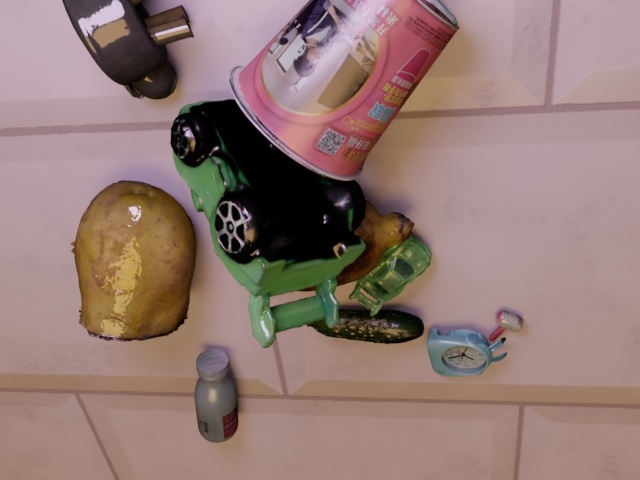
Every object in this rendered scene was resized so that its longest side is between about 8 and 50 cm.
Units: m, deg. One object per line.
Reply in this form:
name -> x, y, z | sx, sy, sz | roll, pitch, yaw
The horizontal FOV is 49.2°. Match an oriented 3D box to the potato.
potato -> -0.321, 0.021, 1.216 | 0.229, 0.229, 0.266 | 14, 113, -1

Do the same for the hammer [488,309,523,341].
hammer -> 0.340, 0.165, 1.308 | 0.052, 0.031, 0.083 | 24, 133, -5

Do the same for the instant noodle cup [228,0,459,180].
instant noodle cup -> 0.042, -0.244, 0.937 | 0.243, 0.244, 0.255 | 36, 116, -17

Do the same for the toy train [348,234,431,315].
toy train -> 0.123, 0.056, 1.226 | 0.099, 0.081, 0.149 | 38, 124, -18

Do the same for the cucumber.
cucumber -> 0.083, 0.160, 1.325 | 0.227, 0.069, 0.069 | 2, 127, 13

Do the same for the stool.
stool -> -0.261, -0.306, 0.993 | 0.139, 0.228, 0.153 | -26, 78, 3

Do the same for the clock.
clock -> 0.281, 0.213, 1.333 | 0.147, 0.045, 0.108 | -3, 132, 19

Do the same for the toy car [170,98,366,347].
toy car -> -0.083, -0.047, 1.017 | 0.359, 0.213, 0.176 | 55, 135, 23

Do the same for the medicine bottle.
medicine bottle -> -0.223, 0.330, 1.485 | 0.090, 0.090, 0.217 | 6, 127, 5

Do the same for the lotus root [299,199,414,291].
lotus root -> 0.000, 0.000, 1.165 | 0.313, 0.141, 0.170 | -10, 123, 16
